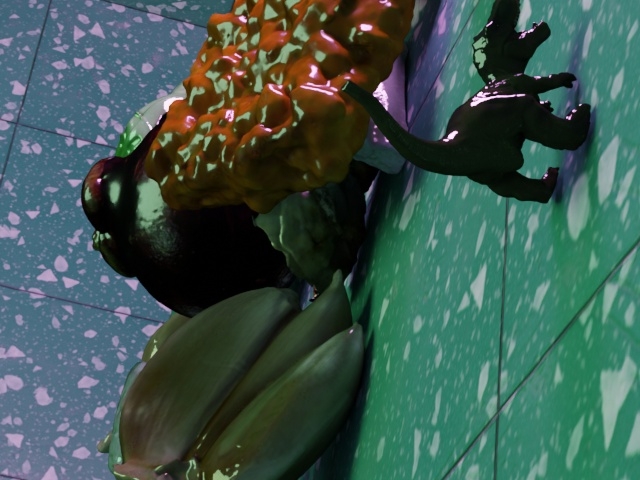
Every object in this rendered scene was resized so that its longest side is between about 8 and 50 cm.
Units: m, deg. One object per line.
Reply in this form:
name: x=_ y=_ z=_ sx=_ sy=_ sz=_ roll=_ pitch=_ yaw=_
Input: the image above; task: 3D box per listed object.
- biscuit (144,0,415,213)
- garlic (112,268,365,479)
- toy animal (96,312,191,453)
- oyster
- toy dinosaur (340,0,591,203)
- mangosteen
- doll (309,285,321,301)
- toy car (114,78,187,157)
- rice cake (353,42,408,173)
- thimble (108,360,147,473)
biscuit: x=-0.039 y=-0.177 z=1.674 sx=0.318 sy=0.110 sz=0.312 roll=-13 pitch=49 yaw=52
garlic: x=-0.087 y=0.174 z=1.655 sx=0.279 sy=0.132 sz=0.325 roll=14 pitch=55 yaw=44
toy animal: x=-0.205 y=0.231 z=2.359 sx=0.256 sy=0.195 sz=0.213 roll=116 pitch=173 yaw=-62
oyster: x=0.013 y=-0.059 z=1.739 sx=0.161 sy=0.107 sz=0.233 roll=41 pitch=-129 yaw=-59
toy dinosaur: x=0.093 y=-0.099 z=1.104 sx=0.187 sy=0.179 sz=0.087 roll=-83 pitch=12 yaw=-50
mangosteen: x=-0.161 y=-0.045 z=2.110 sx=0.297 sy=0.313 sz=0.297 roll=-157 pitch=90 yaw=-88
doll: x=0.000 y=0.000 z=1.900 sx=0.109 sy=0.057 sz=0.169 roll=85 pitch=178 yaw=-65
toy car: x=-0.146 y=-0.172 z=2.373 sx=0.176 sy=0.359 sz=0.213 roll=65 pitch=155 yaw=22
rice cake: x=0.053 y=-0.160 z=1.719 sx=0.226 sy=0.085 sz=0.040 roll=-88 pitch=16 yaw=-47
thimble: x=-0.164 y=0.242 z=2.037 sx=0.250 sy=0.205 sz=0.172 roll=177 pitch=107 yaw=-74
